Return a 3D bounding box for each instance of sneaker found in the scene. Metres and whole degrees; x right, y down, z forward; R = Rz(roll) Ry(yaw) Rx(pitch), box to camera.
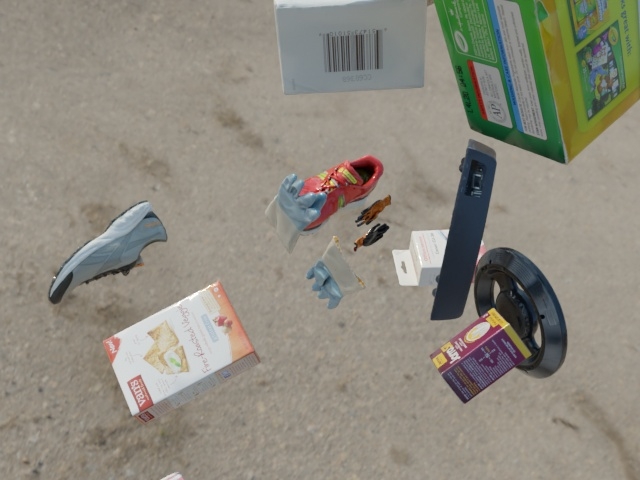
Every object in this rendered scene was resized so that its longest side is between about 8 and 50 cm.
[{"bbox_3d":[-0.420,0.038,1.653,0.271,0.100,0.108,-40,98,-12],"label":"sneaker"},{"bbox_3d":[0.019,-0.103,1.616,0.107,0.118,0.279,50,45,8],"label":"sneaker"}]

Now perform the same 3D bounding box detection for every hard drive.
[{"bbox_3d":[0.214,-0.017,1.247,0.054,0.255,0.172,12,13,9],"label":"hard drive"}]

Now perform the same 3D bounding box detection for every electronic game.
[{"bbox_3d":[0.329,0.120,1.397,0.048,0.229,0.229,-19,54,-20],"label":"electronic game"}]

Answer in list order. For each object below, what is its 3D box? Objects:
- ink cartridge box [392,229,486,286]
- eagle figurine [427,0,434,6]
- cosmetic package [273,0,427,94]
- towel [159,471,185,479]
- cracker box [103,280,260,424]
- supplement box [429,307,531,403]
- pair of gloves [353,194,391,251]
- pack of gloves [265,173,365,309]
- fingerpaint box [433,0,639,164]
[{"bbox_3d":[0.270,0.038,1.898,0.198,0.067,0.115,-4,47,-7],"label":"ink cartridge box"},{"bbox_3d":[0.150,-0.427,1.567,0.225,0.226,0.298,-27,37,-24],"label":"eagle figurine"},{"bbox_3d":[0.042,-0.394,1.295,0.217,0.156,0.385,-4,44,0],"label":"cosmetic package"},{"bbox_3d":[-0.248,0.521,1.562,0.197,0.029,0.144,43,21,17],"label":"towel"},{"bbox_3d":[-0.242,0.195,1.465,0.232,0.067,0.156,-28,62,-6],"label":"cracker box"},{"bbox_3d":[0.157,0.113,0.832,0.043,0.083,0.055,51,3,-14],"label":"supplement box"},{"bbox_3d":[0.080,-0.025,1.282,0.074,0.083,0.010,-32,52,-31],"label":"pair of gloves"},{"bbox_3d":[0.000,0.000,1.257,0.046,0.232,0.195,-31,85,-18],"label":"pack of gloves"},{"bbox_3d":[0.280,-0.374,0.876,0.371,0.445,0.163,-40,41,-17],"label":"fingerpaint box"}]
